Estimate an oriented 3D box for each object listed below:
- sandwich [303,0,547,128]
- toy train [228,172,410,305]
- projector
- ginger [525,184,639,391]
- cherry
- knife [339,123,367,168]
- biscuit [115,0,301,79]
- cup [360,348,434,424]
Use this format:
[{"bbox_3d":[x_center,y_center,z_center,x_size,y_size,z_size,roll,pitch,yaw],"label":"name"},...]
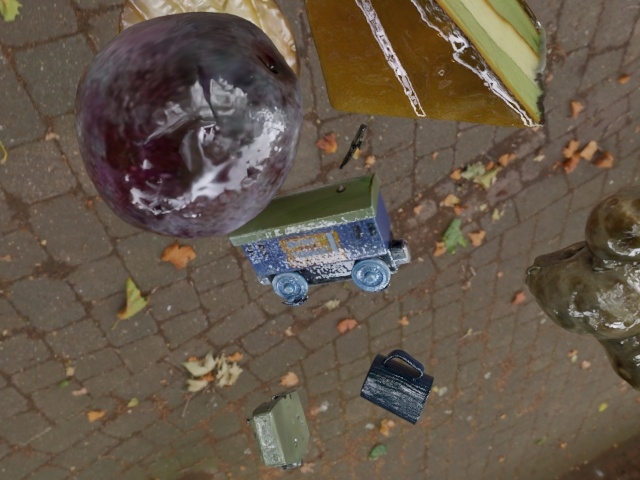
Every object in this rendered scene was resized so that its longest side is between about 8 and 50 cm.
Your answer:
[{"bbox_3d":[0.068,-0.173,0.300,0.144,0.117,0.187,4,146,18],"label":"sandwich"},{"bbox_3d":[0.000,0.000,0.923,0.300,0.131,0.202,-12,123,20],"label":"toy train"},{"bbox_3d":[-0.110,0.539,1.442,0.088,0.193,0.269,-19,171,11],"label":"projector"},{"bbox_3d":[0.477,0.108,0.760,0.176,0.375,0.256,-40,-174,-41],"label":"ginger"},{"bbox_3d":[-0.105,-0.102,0.436,0.195,0.195,0.195,-15,134,-16],"label":"cherry"},{"bbox_3d":[0.065,-0.169,0.906,0.021,0.222,0.045,36,81,-1],"label":"knife"},{"bbox_3d":[-0.176,-0.289,0.826,0.296,0.102,0.296,2,86,-26],"label":"biscuit"},{"bbox_3d":[0.178,0.317,1.161,0.150,0.138,0.113,-68,168,5],"label":"cup"}]
